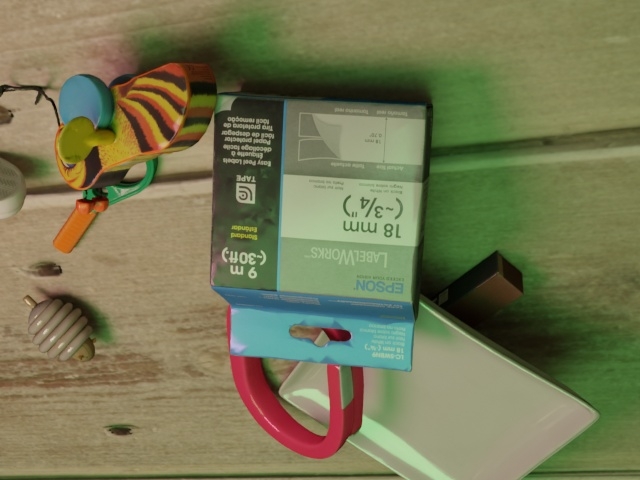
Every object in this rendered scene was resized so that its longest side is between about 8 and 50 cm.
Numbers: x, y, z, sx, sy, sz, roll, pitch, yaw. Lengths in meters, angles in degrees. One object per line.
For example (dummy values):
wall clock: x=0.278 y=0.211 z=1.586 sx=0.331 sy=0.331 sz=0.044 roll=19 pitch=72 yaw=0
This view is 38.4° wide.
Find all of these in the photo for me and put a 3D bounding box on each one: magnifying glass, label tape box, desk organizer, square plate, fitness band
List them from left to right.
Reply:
magnifying glass: x=-0.294 y=-0.062 z=1.218 sx=0.092 sy=0.026 sz=0.231 roll=34 pitch=122 yaw=-14
fitness band: x=-0.037 y=0.176 z=1.272 sx=0.209 sy=0.054 sz=0.291 roll=24 pitch=132 yaw=31
label tape box: x=0.000 y=0.000 z=1.076 sx=0.240 sy=0.106 sz=0.334 roll=4 pitch=100 yaw=9
square plate: x=0.146 y=0.212 z=1.260 sx=0.347 sy=0.049 sz=0.344 roll=33 pitch=137 yaw=2
desk organizer: x=0.201 y=0.076 z=1.207 sx=0.050 sy=0.047 sz=0.130 roll=38 pitch=123 yaw=-19

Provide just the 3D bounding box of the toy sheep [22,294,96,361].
toy sheep: x=-0.381 y=0.129 z=1.334 sx=0.132 sy=0.091 sz=0.091 roll=40 pitch=123 yaw=-11

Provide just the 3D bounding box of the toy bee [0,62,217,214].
toy bee: x=-0.240 y=-0.115 z=1.074 sx=0.298 sy=0.195 sz=0.162 roll=4 pitch=103 yaw=52

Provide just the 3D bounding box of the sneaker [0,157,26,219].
sneaker: x=-0.510 y=-0.032 z=1.236 sx=0.292 sy=0.108 sz=0.169 roll=9 pitch=129 yaw=17
